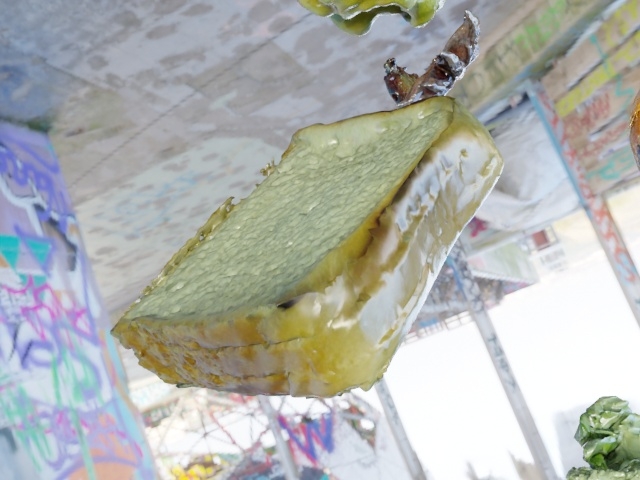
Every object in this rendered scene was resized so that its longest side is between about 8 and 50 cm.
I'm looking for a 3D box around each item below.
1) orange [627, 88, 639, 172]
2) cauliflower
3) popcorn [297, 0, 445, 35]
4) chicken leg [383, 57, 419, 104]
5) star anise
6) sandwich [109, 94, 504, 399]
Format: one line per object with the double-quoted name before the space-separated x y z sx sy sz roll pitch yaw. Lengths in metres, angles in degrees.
"orange" 0.558 -0.156 1.078 0.234 0.235 0.182 -20 177 -9
"cauliflower" 0.440 0.330 1.023 0.272 0.250 0.275 -34 137 5
"popcorn" 0.074 -0.348 0.763 0.282 0.282 0.247 -22 164 2
"chicken leg" 0.164 -0.254 1.419 0.106 0.253 0.051 28 128 -24
"star anise" 0.140 -0.194 0.835 0.141 0.042 0.141 -53 -178 3
"sandwich" 0.000 0.001 0.542 0.226 0.087 0.251 -12 -148 45
